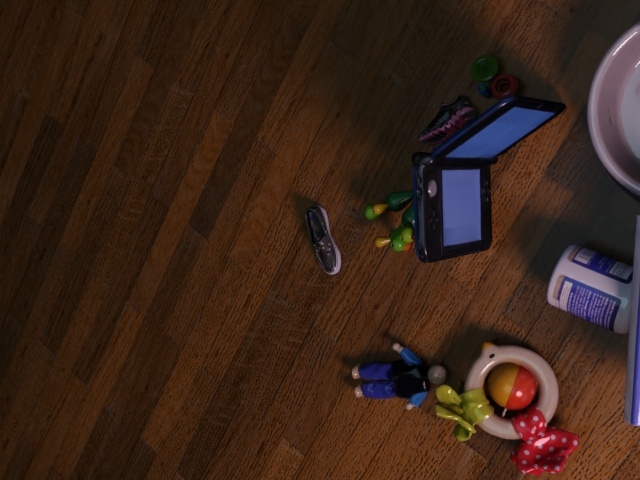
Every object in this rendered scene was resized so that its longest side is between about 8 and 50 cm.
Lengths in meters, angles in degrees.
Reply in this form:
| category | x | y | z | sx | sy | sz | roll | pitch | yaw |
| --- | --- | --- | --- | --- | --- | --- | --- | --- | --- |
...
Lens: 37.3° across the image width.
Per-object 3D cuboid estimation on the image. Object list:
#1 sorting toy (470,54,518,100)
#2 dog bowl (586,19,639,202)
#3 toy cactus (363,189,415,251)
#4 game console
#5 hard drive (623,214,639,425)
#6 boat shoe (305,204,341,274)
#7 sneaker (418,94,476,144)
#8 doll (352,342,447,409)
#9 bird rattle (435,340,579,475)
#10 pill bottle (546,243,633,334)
| category | x | y | z | sx | sy | sz | roll | pitch | yaw |
| --- | --- | --- | --- | --- | --- | --- | --- | --- | --- |
| sorting toy | 0.307 | -0.277 | 1.672 | 0.061 | 0.042 | 0.102 | -43 | 59 | 10 |
| dog bowl | 0.577 | -0.207 | 1.473 | 0.348 | 0.102 | 0.349 | 3 | 95 | 30 |
| toy cactus | 0.185 | -0.056 | 1.729 | 0.219 | 0.112 | 0.180 | 16 | 79 | 50 |
| game console | 0.284 | -0.098 | 1.546 | 0.173 | 0.293 | 0.250 | 0 | 94 | 31 |
| hard drive | 0.577 | 0.122 | 1.458 | 0.210 | 0.040 | 0.319 | 1 | 96 | -13 |
| boat shoe | 0.000 | 0.000 | 1.873 | 0.049 | 0.040 | 0.142 | -20 | 83 | 31 |
| sneaker | 0.225 | -0.220 | 1.724 | 0.119 | 0.047 | 0.057 | -33 | 62 | 25 |
| doll | 0.151 | 0.256 | 1.798 | 0.189 | 0.046 | 0.129 | -8 | 91 | 32 |
| bird rattle | 0.330 | 0.287 | 1.651 | 0.253 | 0.143 | 0.207 | 17 | 86 | 26 |
| pill bottle | 0.477 | 0.089 | 1.549 | 0.186 | 0.112 | 0.112 | 25 | 106 | 28 |
